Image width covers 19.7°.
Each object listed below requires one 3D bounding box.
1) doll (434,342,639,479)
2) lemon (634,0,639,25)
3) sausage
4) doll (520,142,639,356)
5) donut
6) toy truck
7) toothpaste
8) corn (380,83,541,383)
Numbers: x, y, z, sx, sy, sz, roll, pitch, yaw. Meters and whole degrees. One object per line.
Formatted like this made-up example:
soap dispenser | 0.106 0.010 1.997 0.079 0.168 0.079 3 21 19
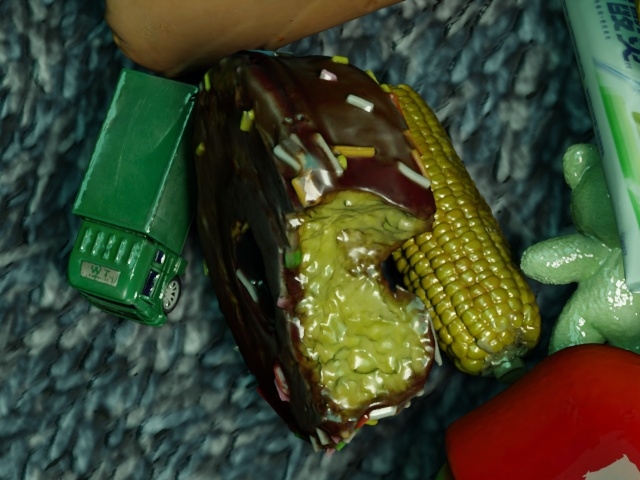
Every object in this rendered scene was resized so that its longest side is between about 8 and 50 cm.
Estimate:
doll | 0.148 0.150 0.976 0.363 0.160 0.182 -39 69 5
lemon | 0.306 -0.152 0.946 0.297 0.297 0.297 -5 73 18
sausage | 0.002 -0.194 1.150 0.304 0.121 0.121 -18 69 13
doll | 0.171 0.020 1.058 0.115 0.077 0.150 14 93 3
donut | -0.001 -0.001 1.056 0.096 0.216 0.230 -15 105 -17
toy truck | -0.109 -0.024 1.163 0.065 0.079 0.147 16 82 22
toothpaste | 0.178 -0.076 1.035 0.075 0.048 0.297 -1 45 -7
corn | 0.071 -0.007 1.101 0.068 0.068 0.207 -29 68 9
